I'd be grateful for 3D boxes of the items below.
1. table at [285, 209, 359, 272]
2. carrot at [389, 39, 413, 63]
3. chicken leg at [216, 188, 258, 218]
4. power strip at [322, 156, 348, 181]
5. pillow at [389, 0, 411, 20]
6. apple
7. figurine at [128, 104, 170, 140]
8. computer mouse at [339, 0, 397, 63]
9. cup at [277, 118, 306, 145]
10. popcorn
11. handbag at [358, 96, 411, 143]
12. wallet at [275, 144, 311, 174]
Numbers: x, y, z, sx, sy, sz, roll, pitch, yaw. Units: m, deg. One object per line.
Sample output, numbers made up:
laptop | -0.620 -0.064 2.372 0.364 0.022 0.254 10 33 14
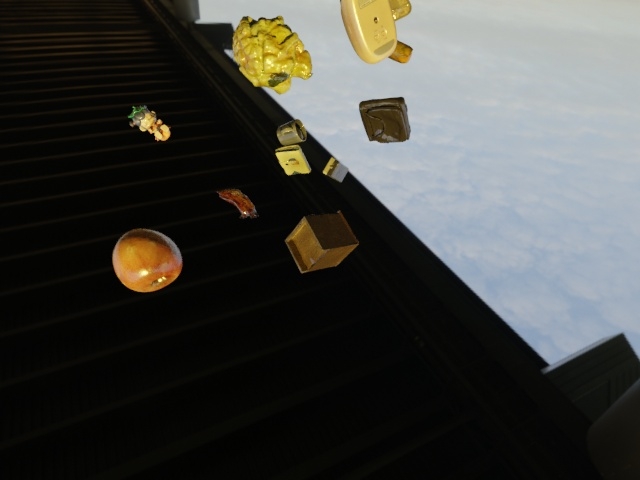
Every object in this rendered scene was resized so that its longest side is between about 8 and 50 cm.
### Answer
table | 0.000 0.000 1.620 0.193 0.169 0.172 -10 -118 -42
carrot | 0.304 -0.811 1.765 0.173 0.082 0.082 30 -136 9
chicken leg | -0.409 -0.189 2.100 0.234 0.063 0.105 47 -122 -11
power strip | 0.091 -0.416 2.463 0.070 0.105 0.257 31 -171 13
pillow | 0.257 -0.951 1.597 0.130 0.217 0.033 -24 -169 8
apple | -0.665 0.069 1.607 0.254 0.253 0.253 4 -141 -3
figurine | -0.755 -0.511 1.838 0.195 0.102 0.111 41 -99 -3
computer mouse | 0.138 -0.632 1.194 0.145 0.236 0.082 -36 -145 -9
cup | -0.106 -0.370 1.431 0.077 0.078 0.100 -12 180 25
popcorn | -0.218 -0.791 1.763 0.335 0.274 0.279 50 -143 13
handbag | 0.334 -0.613 2.155 0.245 0.275 0.088 4 -117 22
wallet | -0.111 -0.326 1.696 0.111 0.155 0.039 -5 -117 14
